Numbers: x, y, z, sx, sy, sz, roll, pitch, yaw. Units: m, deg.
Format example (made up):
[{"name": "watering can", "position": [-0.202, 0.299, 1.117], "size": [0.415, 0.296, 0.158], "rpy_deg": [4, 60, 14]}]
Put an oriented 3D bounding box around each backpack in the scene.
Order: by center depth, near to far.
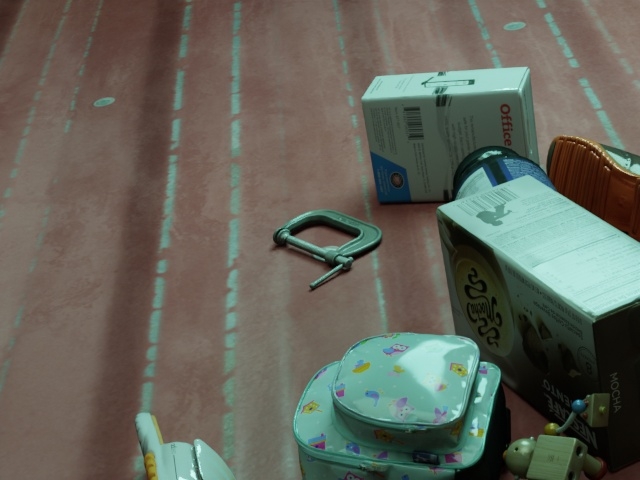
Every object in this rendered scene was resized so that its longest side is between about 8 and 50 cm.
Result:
[{"name": "backpack", "position": [0.068, 0.172, 1.449], "size": [0.188, 0.144, 0.166], "rpy_deg": [-5, 32, 19]}]

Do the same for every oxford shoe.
[{"name": "oxford shoe", "position": [0.366, -0.056, 1.857], "size": [0.098, 0.096, 0.271], "rpy_deg": [-3, 24, -30]}]

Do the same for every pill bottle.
[{"name": "pill bottle", "position": [0.216, -0.025, 1.795], "size": [0.123, 0.122, 0.219], "rpy_deg": [-12, 26, -1]}]

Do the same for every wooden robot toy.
[{"name": "wooden robot toy", "position": [0.196, 0.206, 1.388], "size": [0.079, 0.076, 0.173], "rpy_deg": [4, 64, 41]}]

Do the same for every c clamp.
[{"name": "c clamp", "position": [0.000, 0.000, 1.943], "size": [0.137, 0.022, 0.161], "rpy_deg": [-26, 30, -26]}]

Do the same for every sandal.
[{"name": "sandal", "position": [-0.118, 0.222, 1.465], "size": [0.076, 0.102, 0.265], "rpy_deg": [-18, 25, -7]}]

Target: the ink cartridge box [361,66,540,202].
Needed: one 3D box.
[{"name": "ink cartridge box", "position": [0.167, -0.132, 1.995], "size": [0.203, 0.148, 0.086], "rpy_deg": [-1, 26, 18]}]

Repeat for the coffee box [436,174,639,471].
[{"name": "coffee box", "position": [0.242, 0.072, 1.544], "size": [0.119, 0.168, 0.297], "rpy_deg": [-20, 29, -17]}]
